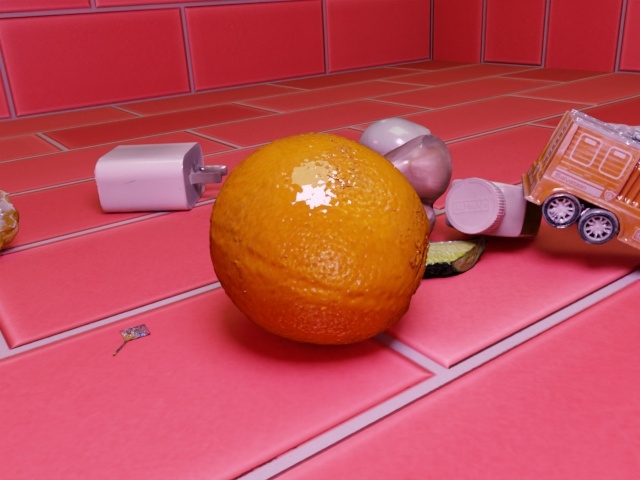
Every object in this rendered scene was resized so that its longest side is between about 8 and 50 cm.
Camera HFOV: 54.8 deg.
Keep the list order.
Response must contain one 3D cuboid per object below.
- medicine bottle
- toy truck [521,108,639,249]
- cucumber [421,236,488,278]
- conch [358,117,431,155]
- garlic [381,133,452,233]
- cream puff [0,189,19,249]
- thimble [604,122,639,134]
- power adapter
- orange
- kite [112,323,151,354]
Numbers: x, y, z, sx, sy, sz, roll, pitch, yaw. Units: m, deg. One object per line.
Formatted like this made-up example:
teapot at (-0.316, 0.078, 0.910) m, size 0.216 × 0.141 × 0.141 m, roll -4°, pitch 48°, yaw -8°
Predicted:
medicine bottle at (0.280, -0.053, 1.021) m, size 0.132 × 0.088 × 0.188 m, roll 12°, pitch 6°, yaw 32°
toy truck at (0.466, -0.068, 0.906) m, size 0.305 × 0.162 × 0.136 m, roll 25°, pitch 26°, yaw 5°
cucumber at (0.159, 0.034, 0.955) m, size 0.220 × 0.046 × 0.070 m, roll -6°, pitch 24°, yaw -2°
conch at (0.193, -0.251, 1.594) m, size 0.185 × 0.121 × 0.221 m, roll 18°, pitch -1°, yaw -41°
garlic at (0.095, -0.086, 1.038) m, size 0.237 × 0.210 × 0.292 m, roll 9°, pitch 8°, yaw -5°
cream puff at (-0.626, -0.029, 1.110) m, size 0.156 × 0.156 × 0.121 m, roll 12°, pitch -4°, yaw 34°
thimble at (0.537, -0.126, 1.154) m, size 0.217 × 0.157 × 0.245 m, roll -7°, pitch 23°, yaw -15°
power adapter at (-0.335, -0.143, 1.356) m, size 0.255 × 0.124 × 0.187 m, roll -2°, pitch 23°, yaw 4°
orange at (0.000, 0.000, 0.768) m, size 0.274 × 0.274 × 0.274 m, roll -3°, pitch 22°, yaw 1°
kite at (-0.249, 0.130, 0.823) m, size 0.044 × 0.002 × 0.078 m, roll -6°, pitch 21°, yaw -8°
